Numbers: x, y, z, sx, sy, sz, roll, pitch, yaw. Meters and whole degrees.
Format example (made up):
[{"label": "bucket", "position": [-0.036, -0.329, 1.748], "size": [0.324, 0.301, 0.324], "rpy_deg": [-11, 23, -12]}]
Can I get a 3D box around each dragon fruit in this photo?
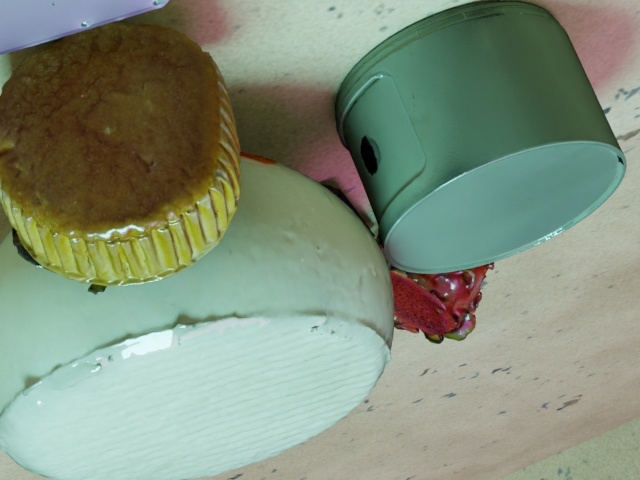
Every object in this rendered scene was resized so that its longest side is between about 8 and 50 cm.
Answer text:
[{"label": "dragon fruit", "position": [0.125, 0.014, 1.643], "size": [0.207, 0.133, 0.150], "rpy_deg": [-63, -179, 19]}]

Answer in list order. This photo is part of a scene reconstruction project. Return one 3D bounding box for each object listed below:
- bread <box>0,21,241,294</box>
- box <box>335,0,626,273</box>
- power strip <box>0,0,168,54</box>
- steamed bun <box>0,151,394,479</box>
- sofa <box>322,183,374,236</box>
[{"label": "bread", "position": [-0.151, -0.069, 1.164], "size": [0.199, 0.199, 0.104], "rpy_deg": [-17, 152, -8]}, {"label": "box", "position": [0.138, -0.088, 1.401], "size": [0.226, 0.149, 0.226], "rpy_deg": [-17, 156, -8]}, {"label": "power strip", "position": [-0.236, -0.166, 1.079], "size": [0.279, 0.037, 0.109], "rpy_deg": [-18, 156, -5]}, {"label": "steamed bun", "position": [-0.125, 0.053, 1.377], "size": [0.374, 0.241, 0.374], "rpy_deg": [-11, 153, -6]}, {"label": "sofa", "position": [0.000, 0.000, 1.603], "size": [0.060, 0.085, 0.147], "rpy_deg": [16, 167, 22]}]
